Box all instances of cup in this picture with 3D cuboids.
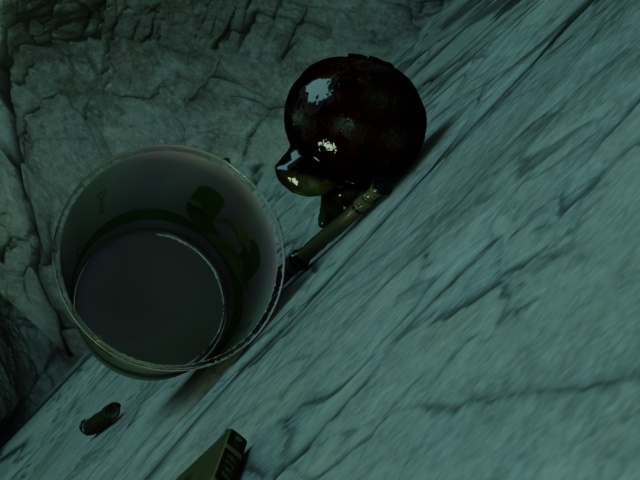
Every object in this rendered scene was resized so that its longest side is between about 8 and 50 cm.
[{"bbox_3d":[-0.182,0.049,2.092,0.253,0.253,0.274,-48,-3,-18],"label":"cup"}]

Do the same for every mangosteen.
[{"bbox_3d":[0.031,-0.118,2.041,0.184,0.172,0.172,-59,9,-14],"label":"mangosteen"}]

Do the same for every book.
[{"bbox_3d":[-0.127,0.233,1.361,0.161,0.026,0.231,-44,6,12],"label":"book"}]

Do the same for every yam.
[{"bbox_3d":[-0.306,0.248,2.561,0.033,0.027,0.129,-6,-14,-22],"label":"yam"}]

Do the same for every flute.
[{"bbox_3d":[0.000,0.000,2.057,0.233,0.027,0.027,-42,7,39],"label":"flute"}]
